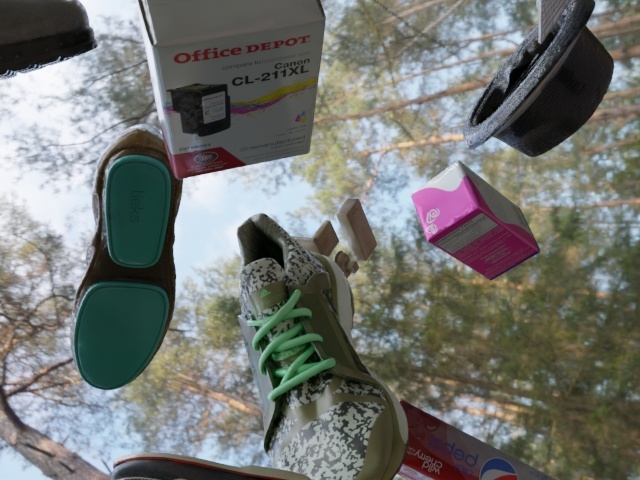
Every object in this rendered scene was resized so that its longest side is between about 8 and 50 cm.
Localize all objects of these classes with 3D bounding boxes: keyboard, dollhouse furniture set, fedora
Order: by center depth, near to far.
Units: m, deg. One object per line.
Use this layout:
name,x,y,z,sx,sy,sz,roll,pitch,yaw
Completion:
keyboard,0.393,-0.407,1.152,0.256,0.014,0.072,-52,-42,-33
fedora,0.416,-0.272,1.331,0.153,0.334,0.334,35,-113,-7
dollhouse furniture set,0.000,0.000,1.348,0.151,0.123,0.144,-54,-47,-36

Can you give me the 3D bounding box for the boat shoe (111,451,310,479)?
boat shoe,-0.075,0.170,0.483,0.137,0.049,0.043,7,-118,2

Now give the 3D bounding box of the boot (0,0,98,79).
boot,-0.315,-0.197,0.432,0.338,0.118,0.222,-12,-77,-29

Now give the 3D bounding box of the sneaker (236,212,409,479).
sneaker,-0.038,0.110,0.789,0.158,0.410,0.182,-32,-56,6

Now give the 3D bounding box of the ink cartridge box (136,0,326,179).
ink cartridge box,-0.071,-0.134,0.584,0.128,0.175,0.072,-13,-114,-11

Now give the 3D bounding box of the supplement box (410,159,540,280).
supplement box,0.276,-0.031,1.285,0.220,0.114,0.111,29,-144,-43

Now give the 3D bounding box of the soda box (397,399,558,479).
soda box,0.200,0.328,1.043,0.263,0.092,0.083,27,-114,-3

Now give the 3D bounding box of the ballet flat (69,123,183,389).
ballet flat,-0.223,0.016,0.846,0.116,0.124,0.342,6,-58,-12
